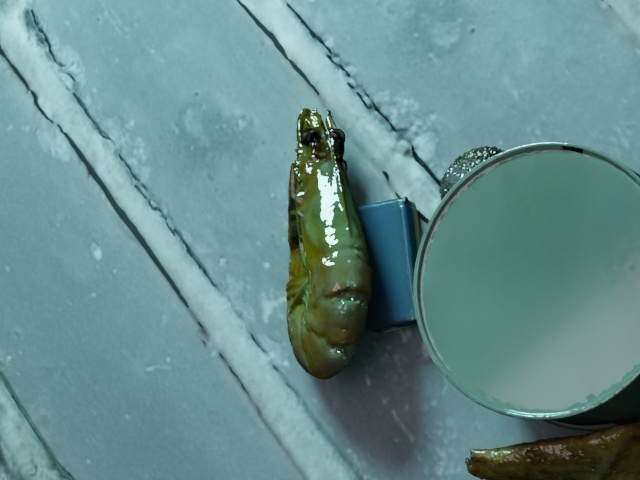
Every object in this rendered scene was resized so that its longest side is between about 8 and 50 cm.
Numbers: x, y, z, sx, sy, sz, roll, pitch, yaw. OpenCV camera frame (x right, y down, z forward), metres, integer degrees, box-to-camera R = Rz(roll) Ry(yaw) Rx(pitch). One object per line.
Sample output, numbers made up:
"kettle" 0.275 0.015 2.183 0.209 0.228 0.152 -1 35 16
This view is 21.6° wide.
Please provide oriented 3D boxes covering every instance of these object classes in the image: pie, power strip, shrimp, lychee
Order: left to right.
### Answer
"shrimp" -0.001 0.000 1.566 0.145 0.061 0.267 138 128 -62
"power strip" 0.066 0.021 1.555 0.056 0.032 0.123 -12 74 26
"lychee" 0.145 -0.049 1.510 0.083 0.068 0.067 -15 32 29
"pie" 0.208 0.194 1.420 0.170 0.092 0.034 -10 36 26

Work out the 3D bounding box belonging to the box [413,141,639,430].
"box" 0.210 0.043 1.403 0.226 0.149 0.226 -6 77 28
